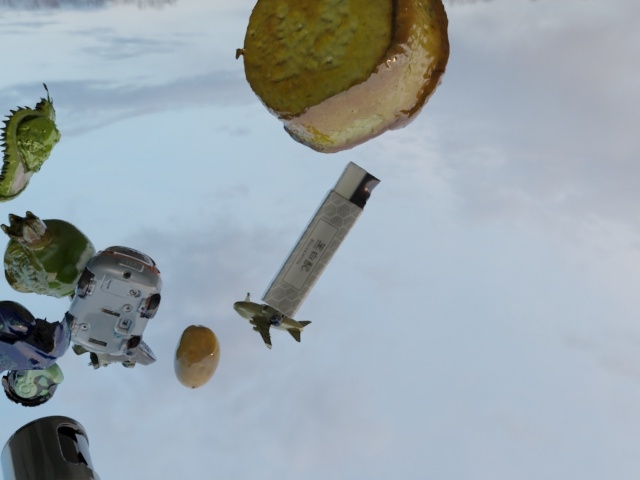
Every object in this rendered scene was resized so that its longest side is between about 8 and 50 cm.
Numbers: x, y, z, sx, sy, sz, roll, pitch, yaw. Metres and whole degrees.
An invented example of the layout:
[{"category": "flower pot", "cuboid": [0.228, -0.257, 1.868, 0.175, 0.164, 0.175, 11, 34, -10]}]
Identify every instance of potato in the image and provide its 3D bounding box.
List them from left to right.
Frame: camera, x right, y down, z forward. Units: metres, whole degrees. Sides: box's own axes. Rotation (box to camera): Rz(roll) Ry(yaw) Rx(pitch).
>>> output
[{"category": "potato", "cuboid": [-0.410, 0.387, 1.883, 0.151, 0.233, 0.146, 10, -151, -12]}]

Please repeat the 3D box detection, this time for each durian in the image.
[{"category": "durian", "cuboid": [-0.728, -0.256, 1.421, 0.132, 0.107, 0.374, 24, -121, -24]}]

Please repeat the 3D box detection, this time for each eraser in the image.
[{"category": "eraser", "cuboid": [0.000, 0.000, 1.406, 0.098, 0.403, 0.096, 32, -177, -6]}]

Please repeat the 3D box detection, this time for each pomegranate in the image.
[{"category": "pomegranate", "cuboid": [-0.739, 0.024, 1.525, 0.236, 0.301, 0.235, 0, -129, 0]}]

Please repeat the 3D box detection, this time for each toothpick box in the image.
[{"category": "toothpick box", "cuboid": [-0.657, 0.606, 1.382, 0.229, 0.228, 0.316, -15, -150, -28]}]

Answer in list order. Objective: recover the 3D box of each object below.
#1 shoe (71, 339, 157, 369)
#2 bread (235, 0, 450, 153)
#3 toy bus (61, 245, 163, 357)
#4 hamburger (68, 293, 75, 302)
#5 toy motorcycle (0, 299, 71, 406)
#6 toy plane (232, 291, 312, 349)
[{"category": "shoe", "cuboid": [-0.654, 0.350, 1.784, 0.149, 0.293, 0.109, -46, -133, -9]}, {"category": "bread", "cuboid": [0.046, -0.375, 1.106, 0.398, 0.397, 0.215, 19, -177, 31]}, {"category": "toy bus", "cuboid": [-0.510, 0.140, 1.433, 0.194, 0.287, 0.232, 23, -157, -16]}, {"category": "hamburger", "cuboid": [-0.715, 0.198, 1.957, 0.291, 0.225, 0.290, -1, -138, 1]}, {"category": "toy motorcycle", "cuboid": [-0.594, 0.159, 1.038, 0.196, 0.331, 0.125, -41, -164, 7]}, {"category": "toy plane", "cuboid": [-0.164, 0.249, 1.848, 0.256, 0.104, 0.242, 27, -145, 4]}]
